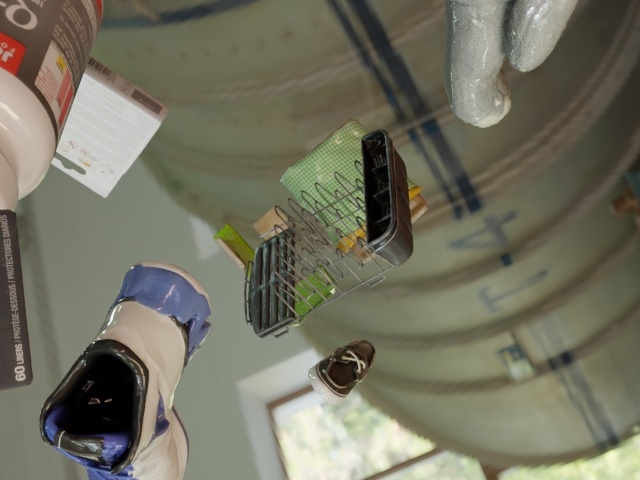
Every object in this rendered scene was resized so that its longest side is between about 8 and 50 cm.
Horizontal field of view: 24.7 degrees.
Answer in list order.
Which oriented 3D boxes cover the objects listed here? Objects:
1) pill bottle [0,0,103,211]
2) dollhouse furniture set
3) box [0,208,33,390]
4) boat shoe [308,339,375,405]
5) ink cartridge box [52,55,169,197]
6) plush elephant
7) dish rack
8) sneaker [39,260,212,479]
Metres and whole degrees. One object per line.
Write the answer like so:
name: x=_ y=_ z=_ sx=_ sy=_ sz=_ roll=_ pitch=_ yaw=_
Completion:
pill bottle: x=-0.366 y=-0.164 z=1.545 sx=0.362 sy=0.210 sz=0.210 roll=-82 pitch=-31 yaw=-43
dollhouse furniture set: x=0.003 y=-0.037 z=2.251 sx=0.197 sy=0.301 sz=0.151 roll=48 pitch=178 yaw=6
box: x=-0.406 y=0.066 z=1.265 sx=0.270 sy=0.143 sz=0.165 roll=-8 pitch=-88 yaw=-41
boat shoe: x=0.040 y=0.213 z=2.473 sx=0.078 sy=0.070 sz=0.219 roll=46 pitch=-162 yaw=2
ink cartridge box: x=-0.308 y=-0.156 z=1.995 sx=0.145 sy=0.179 sz=0.045 roll=33 pitch=-136 yaw=-11
plush elephant: x=0.225 y=-0.304 z=1.320 sx=0.330 sy=0.256 sz=0.271 roll=92 pitch=166 yaw=-68
dish rack: x=0.000 y=0.000 z=1.871 sx=0.074 sy=0.272 sz=0.208 roll=44 pitch=-151 yaw=-32
sneaker: x=-0.215 y=0.185 z=1.479 sx=0.182 sy=0.127 sz=0.315 roll=-52 pitch=-20 yaw=-50
